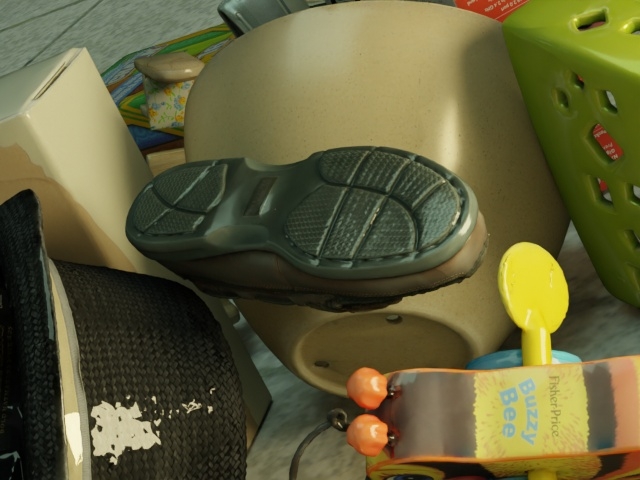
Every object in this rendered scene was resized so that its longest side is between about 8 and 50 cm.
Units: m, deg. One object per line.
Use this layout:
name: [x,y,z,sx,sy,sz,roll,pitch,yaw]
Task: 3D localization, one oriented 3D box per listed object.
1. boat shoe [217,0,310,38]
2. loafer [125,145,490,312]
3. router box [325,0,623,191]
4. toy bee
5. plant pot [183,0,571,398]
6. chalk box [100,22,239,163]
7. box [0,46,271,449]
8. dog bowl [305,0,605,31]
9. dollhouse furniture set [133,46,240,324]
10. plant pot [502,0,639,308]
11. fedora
boat shoe: [-0.017,-0.130,1.747,0.081,0.227,0.079,-33,10,-9]
loafer: [0.000,0.000,1.190,0.267,0.084,0.096,5,54,41]
router box: [0.097,-0.190,1.626,0.082,0.301,0.335,-30,20,-11]
toy bee: [0.090,0.115,1.072,0.298,0.162,0.195,-31,62,17]
plant pot: [0.042,-0.002,1.341,0.284,0.284,0.191,-18,52,28]
chalk box: [-0.143,-0.084,1.871,0.289,0.179,0.180,-12,24,39]
box: [-0.174,0.035,1.403,0.148,0.311,0.121,-20,21,23]
dog bowl: [0.152,-0.273,2.000,0.408,0.150,0.408,-24,19,9]
dollhouse furniture set: [-0.012,-0.048,1.560,0.242,0.212,0.161,-11,15,-15]
plant pot: [0.283,-0.076,1.219,0.228,0.227,0.207,-32,26,-12]
fedora: [-0.133,0.132,1.233,0.152,0.334,0.334,-1,12,-18]
